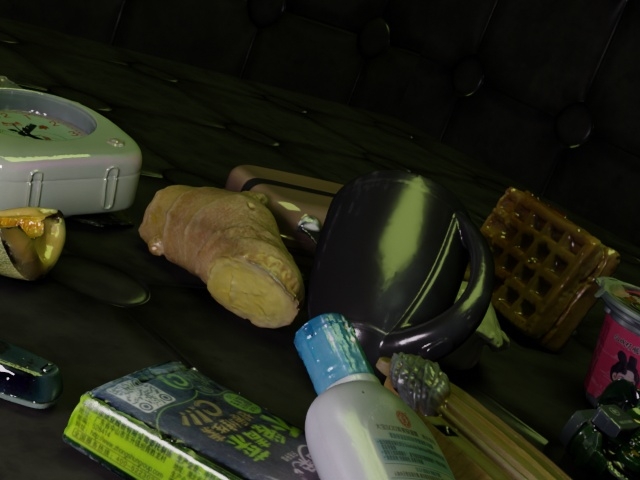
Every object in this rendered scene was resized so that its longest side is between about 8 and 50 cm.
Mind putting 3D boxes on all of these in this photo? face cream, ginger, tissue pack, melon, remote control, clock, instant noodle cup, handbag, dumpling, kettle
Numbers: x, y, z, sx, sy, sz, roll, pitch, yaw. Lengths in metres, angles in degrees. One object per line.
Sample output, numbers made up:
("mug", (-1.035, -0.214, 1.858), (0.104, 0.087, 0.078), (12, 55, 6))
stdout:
("face cream", (0.059, 0.209, 1.041), (0.163, 0.080, 0.337), (24, 30, -45))
("ginger", (-0.129, 0.011, 1.629), (0.189, 0.126, 0.354), (-23, 40, -20))
("tissue pack", (-0.098, 0.202, 1.086), (0.235, 0.073, 0.173), (27, 15, 19))
("melon", (-0.391, 0.005, 1.413), (0.128, 0.079, 0.160), (6, 12, 13))
("remote control", (-0.356, 0.107, 1.123), (0.221, 0.042, 0.072), (23, 12, 4))
("clock", (-0.445, -0.143, 1.728), (0.265, 0.109, 0.324), (-7, 30, -38))
("instant noodle cup", (0.524, 0.200, 1.780), (0.258, 0.182, 0.302), (11, 17, -33))
("handbag", (0.000, 0.000, 1.825), (0.301, 0.149, 0.283), (13, 19, -28))
("dumpling", (0.202, 0.125, 1.709), (0.162, 0.132, 0.250), (13, -4, -10))
("kettle", (0.104, 0.064, 1.505), (0.268, 0.207, 0.290), (-14, 34, 29))

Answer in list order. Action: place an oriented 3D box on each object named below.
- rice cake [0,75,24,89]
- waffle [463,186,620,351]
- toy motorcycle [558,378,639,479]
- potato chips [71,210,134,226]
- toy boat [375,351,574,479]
("rice cake", (-0.461, -0.184, 1.953), (0.298, 0.106, 0.050), (31, 61, 33))
("waffle", (0.385, 0.044, 2.096), (0.098, 0.224, 0.328), (33, 7, -29))
("toy motorcycle", (0.414, 0.262, 1.522), (0.274, 0.125, 0.187), (6, 30, -46))
("potato chips", (-0.351, -0.055, 1.783), (0.142, 0.026, 0.209), (22, 14, -6))
("toy boat", (0.179, 0.261, 1.149), (0.162, 0.136, 0.445), (9, 19, -42))
